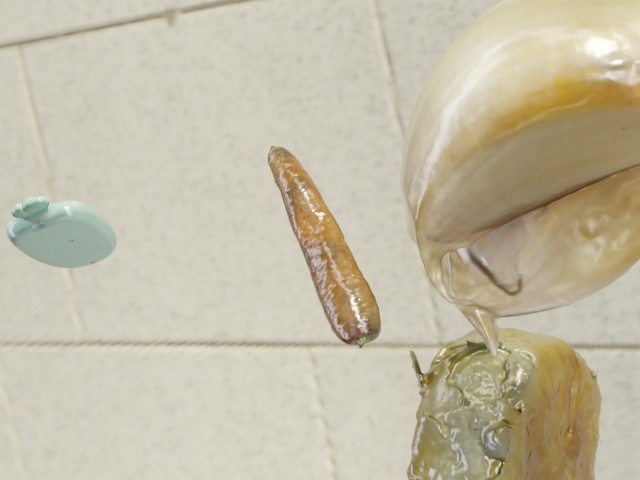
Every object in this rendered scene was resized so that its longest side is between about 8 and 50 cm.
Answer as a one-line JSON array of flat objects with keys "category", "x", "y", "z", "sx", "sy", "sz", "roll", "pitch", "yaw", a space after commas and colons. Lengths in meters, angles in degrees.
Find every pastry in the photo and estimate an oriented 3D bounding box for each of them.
[{"category": "pastry", "x": 0.197, "y": 0.243, "z": 1.771, "sx": 0.136, "sy": 0.330, "sz": 0.329, "roll": 4, "pitch": 107, "yaw": 30}]

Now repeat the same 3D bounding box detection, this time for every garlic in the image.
[{"category": "garlic", "x": 0.194, "y": -0.069, "z": 1.260, "sx": 0.313, "sy": 0.286, "sz": 0.249, "roll": -24, "pitch": 93, "yaw": 30}]

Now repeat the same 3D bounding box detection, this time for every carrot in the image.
[{"category": "carrot", "x": 0.000, "y": 0.001, "z": 1.104, "sx": 0.035, "sy": 0.036, "sz": 0.165, "roll": -51, "pitch": 52, "yaw": 39}]

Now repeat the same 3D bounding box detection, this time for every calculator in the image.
[{"category": "calculator", "x": -0.265, "y": -0.008, "z": 1.694, "sx": 0.095, "sy": 0.153, "sz": 0.021, "roll": -18, "pitch": 65, "yaw": 13}]

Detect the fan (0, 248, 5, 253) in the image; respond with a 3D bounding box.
[{"category": "fan", "x": -0.492, "y": -0.097, "z": 1.912, "sx": 0.012, "sy": 0.414, "sz": 0.233, "roll": -49, "pitch": 45, "yaw": -5}]
